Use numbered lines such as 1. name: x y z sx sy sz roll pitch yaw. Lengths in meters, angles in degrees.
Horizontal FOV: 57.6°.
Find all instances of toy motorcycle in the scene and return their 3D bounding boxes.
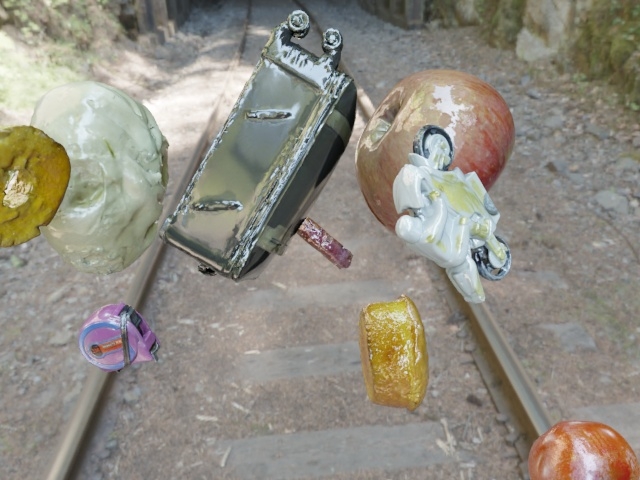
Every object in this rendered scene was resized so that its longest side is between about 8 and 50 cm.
1. toy motorcycle: 0.158 -0.027 0.733 0.151 0.229 0.074 -35 12 -31

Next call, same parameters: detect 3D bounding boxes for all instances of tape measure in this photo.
1. tape measure: -0.361 0.176 1.032 0.118 0.125 0.074 -18 20 9

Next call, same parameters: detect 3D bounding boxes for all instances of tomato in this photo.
1. tomato: 0.566 0.491 1.273 0.231 0.232 0.189 -13 50 -19

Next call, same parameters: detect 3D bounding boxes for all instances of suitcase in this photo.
1. suitcase: -0.085 -0.128 0.991 0.194 0.434 0.283 31 -1 3

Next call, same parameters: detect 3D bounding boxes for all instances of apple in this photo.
1. apple: 0.212 -0.177 1.164 0.269 0.345 0.345 39 33 -3

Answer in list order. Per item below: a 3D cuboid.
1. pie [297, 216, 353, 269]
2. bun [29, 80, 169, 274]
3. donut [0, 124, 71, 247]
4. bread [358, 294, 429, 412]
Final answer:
1. pie: 0.000 0.000 1.512 0.054 0.204 0.218 -50 21 0
2. bun: -0.403 -0.117 1.112 0.234 0.362 0.326 -4 15 -6
3. donut: -0.443 -0.080 0.819 0.065 0.162 0.178 22 73 23
4. bread: 0.194 0.302 1.565 0.172 0.312 0.312 -3 27 -2
